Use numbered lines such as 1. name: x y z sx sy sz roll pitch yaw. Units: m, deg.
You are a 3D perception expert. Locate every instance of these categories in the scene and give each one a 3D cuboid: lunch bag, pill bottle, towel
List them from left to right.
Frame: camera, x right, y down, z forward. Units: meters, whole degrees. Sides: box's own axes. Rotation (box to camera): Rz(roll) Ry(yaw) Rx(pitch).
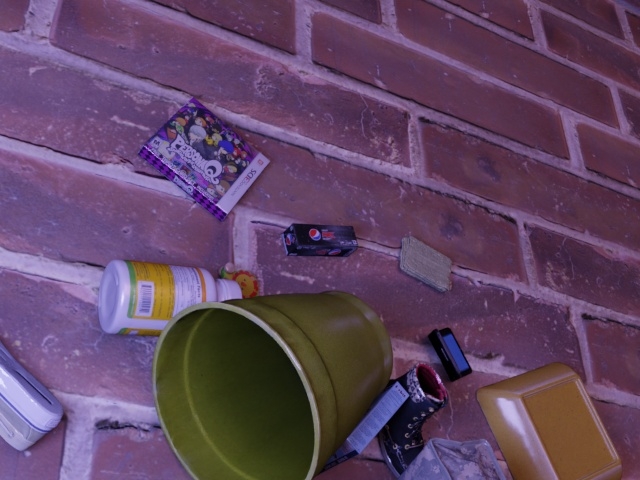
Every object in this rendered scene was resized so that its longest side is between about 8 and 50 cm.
1. pill bottle: -0.278 0.114 1.550 0.246 0.136 0.136 8 59 -31
2. towel: 0.258 0.058 2.028 0.148 0.027 0.110 27 50 -17
3. lunch bag: 0.255 0.547 1.527 0.169 0.235 0.287 9 39 -29

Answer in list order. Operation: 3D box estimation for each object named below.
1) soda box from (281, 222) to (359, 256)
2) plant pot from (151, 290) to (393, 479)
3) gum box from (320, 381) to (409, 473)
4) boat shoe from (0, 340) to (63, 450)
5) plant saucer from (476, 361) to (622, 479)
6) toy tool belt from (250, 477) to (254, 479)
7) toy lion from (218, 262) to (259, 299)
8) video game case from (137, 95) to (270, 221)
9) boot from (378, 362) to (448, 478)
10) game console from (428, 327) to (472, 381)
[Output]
1. soda box: 0.000 0.000 1.869 0.169 0.053 0.060 3 61 -34
2. plant pot: -0.053 0.247 1.513 0.353 0.366 0.366 -18 73 -53
3. gum box: 0.072 0.367 1.618 0.041 0.157 0.184 50 48 3
4. boat shoe: -0.550 0.212 1.329 0.302 0.109 0.094 43 89 6
5. plant saucer: 0.565 0.458 1.953 0.333 0.081 0.332 -9 67 -38
6. toy tool belt: -0.120 0.451 1.505 0.083 0.051 0.052 0 63 -35
7. toy lion: -0.173 0.099 1.707 0.096 0.034 0.100 37 48 -20
8. video game case: -0.251 -0.182 1.819 0.232 0.042 0.210 40 46 -7
9. boot: 0.195 0.377 1.680 0.085 0.178 0.236 -8 67 -38
10. game console: 0.308 0.256 1.912 0.071 0.107 0.122 -24 75 -12
